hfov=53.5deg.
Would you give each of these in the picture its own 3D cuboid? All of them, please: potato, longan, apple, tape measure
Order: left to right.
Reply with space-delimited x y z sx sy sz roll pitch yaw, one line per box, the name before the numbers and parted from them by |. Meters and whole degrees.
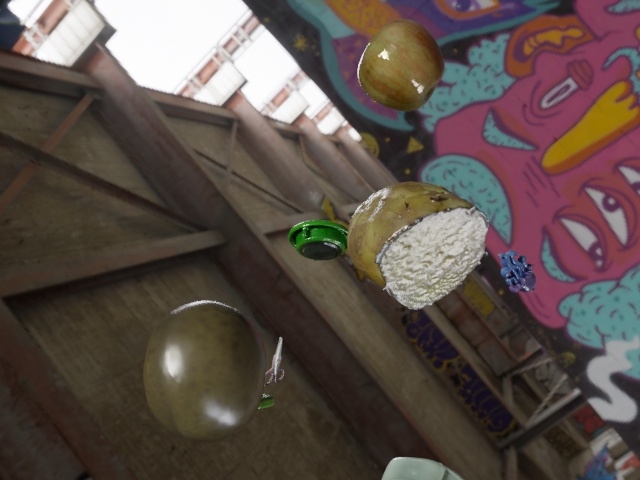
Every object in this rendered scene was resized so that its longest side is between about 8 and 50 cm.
longan | -0.304 0.339 1.665 0.361 0.361 0.361 43 -163 -16
apple | 0.244 -0.512 1.879 0.233 0.257 0.257 34 -166 8
potato | 0.196 -0.029 1.430 0.301 0.288 0.237 68 178 -46
tape measure | 0.302 0.688 1.708 0.125 0.243 0.246 -51 -50 -43

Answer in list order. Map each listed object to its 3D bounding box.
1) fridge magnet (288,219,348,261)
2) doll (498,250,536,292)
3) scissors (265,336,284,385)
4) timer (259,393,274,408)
fridge magnet | 0.000 0.000 2.031 0.208 0.208 0.088 32 -130 -44
doll | 0.599 0.094 1.929 0.206 0.110 0.067 44 169 -30
scissors | -0.142 0.392 2.059 0.085 0.176 0.022 -6 -154 -39
timer | -0.239 0.567 2.224 0.128 0.140 0.047 3 -102 -50
